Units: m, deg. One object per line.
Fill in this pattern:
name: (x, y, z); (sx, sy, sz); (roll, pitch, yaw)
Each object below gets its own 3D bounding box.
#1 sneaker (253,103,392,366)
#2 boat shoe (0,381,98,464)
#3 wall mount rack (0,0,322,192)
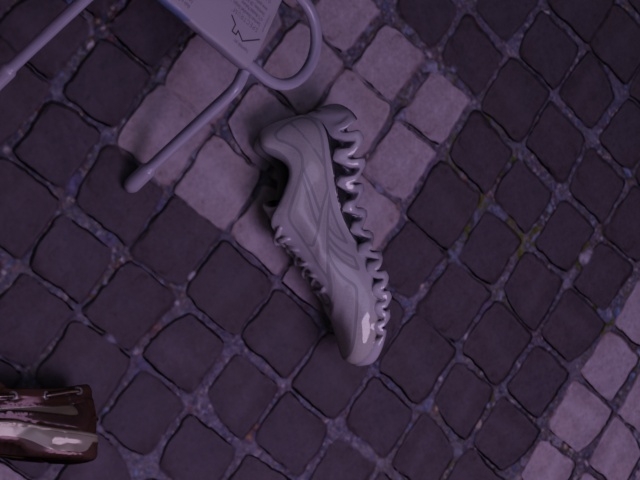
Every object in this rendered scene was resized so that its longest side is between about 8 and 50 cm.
sneaker: (0.000, 0.000, 1.591); (0.118, 0.110, 0.292); (-12, 89, -21)
boat shoe: (-0.341, 0.162, 1.413); (0.257, 0.095, 0.095); (13, 72, -35)
wall mount rack: (-0.165, -0.225, 1.449); (0.350, 0.130, 0.304); (37, 70, -41)
